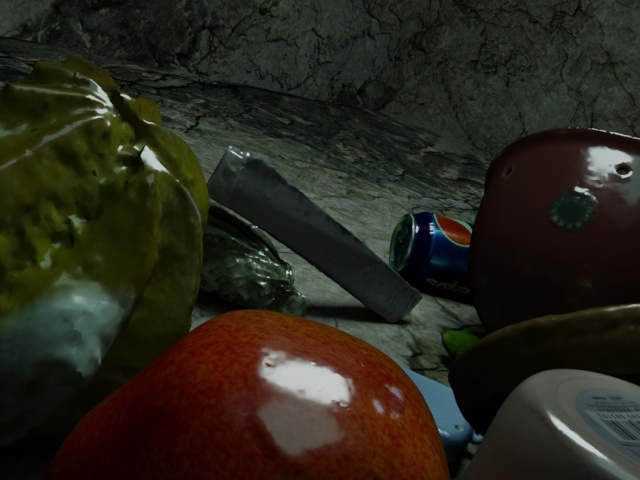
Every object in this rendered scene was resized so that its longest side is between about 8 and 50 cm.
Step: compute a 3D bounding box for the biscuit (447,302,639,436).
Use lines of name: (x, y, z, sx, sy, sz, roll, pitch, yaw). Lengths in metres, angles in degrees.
biscuit: (0.311, 0.132, 0.687, 0.350, 0.070, 0.394, -14, -31, 31)

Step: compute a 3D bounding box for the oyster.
oyster: (-0.136, 0.010, 0.993, 0.198, 0.112, 0.268, 32, -2, -33)

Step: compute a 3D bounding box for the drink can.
drink can: (0.217, 0.027, 1.265, 0.205, 0.118, 0.118, 13, 17, -13)

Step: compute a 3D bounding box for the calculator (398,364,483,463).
calculator: (0.065, 0.159, 0.808, 0.210, 0.039, 0.121, 22, 18, 11)

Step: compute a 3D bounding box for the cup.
cup: (0.197, 0.211, 0.493, 0.253, 0.200, 0.191, 18, 16, -4)

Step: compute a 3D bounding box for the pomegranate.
pomegranate: (-0.029, 0.141, 0.442, 0.221, 0.221, 0.256, 19, 26, 4)

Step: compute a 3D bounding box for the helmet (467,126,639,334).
helmet: (0.326, 0.071, 1.000, 0.338, 0.385, 0.230, 7, 47, 39)

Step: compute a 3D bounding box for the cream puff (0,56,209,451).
cream puff: (-0.244, -0.012, 0.627, 0.378, 0.275, 0.378, 14, 17, -4)

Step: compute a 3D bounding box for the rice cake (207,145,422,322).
rice cake: (0.000, 0.000, 0.987, 0.365, 0.072, 0.056, 36, -3, -38)

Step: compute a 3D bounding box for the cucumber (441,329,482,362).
cucumber: (0.242, 0.169, 0.936, 0.250, 0.056, 0.056, 25, 17, 31)
